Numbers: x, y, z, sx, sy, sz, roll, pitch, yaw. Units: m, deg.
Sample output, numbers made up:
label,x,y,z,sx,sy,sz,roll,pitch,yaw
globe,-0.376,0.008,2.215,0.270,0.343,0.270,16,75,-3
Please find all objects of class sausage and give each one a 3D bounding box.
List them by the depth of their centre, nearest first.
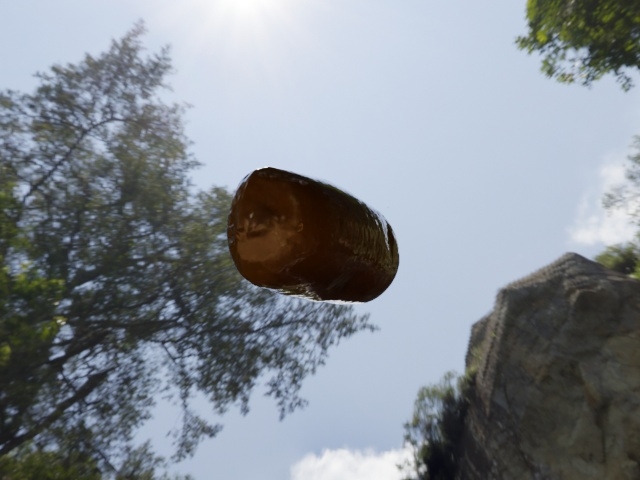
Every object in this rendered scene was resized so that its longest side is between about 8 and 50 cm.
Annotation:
label,x,y,z,sx,sy,sz,roll,pitch,yaw
sausage,0.000,0.000,0.713,0.098,0.238,0.098,-4,-100,25
